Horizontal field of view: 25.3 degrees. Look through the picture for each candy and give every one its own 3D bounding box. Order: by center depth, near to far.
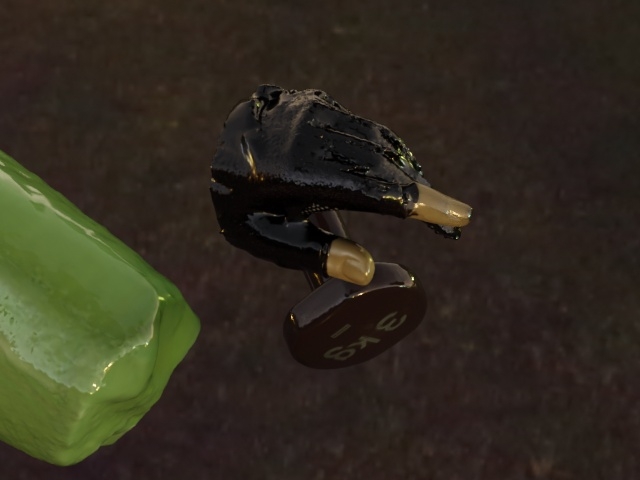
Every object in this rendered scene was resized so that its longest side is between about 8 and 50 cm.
[{"bbox_3d":[-0.228,-0.013,0.833,0.343,0.132,0.142,37,52,5],"label":"candy"}]

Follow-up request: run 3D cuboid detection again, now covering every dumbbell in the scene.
[{"bbox_3d":[0.000,0.000,1.342,0.124,0.140,0.225,25,35,-53],"label":"dumbbell"}]

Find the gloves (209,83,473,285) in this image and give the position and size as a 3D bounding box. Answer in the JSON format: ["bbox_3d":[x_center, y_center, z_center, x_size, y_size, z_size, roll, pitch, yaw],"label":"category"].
[{"bbox_3d":[0.019,-0.043,1.004,0.181,0.106,0.129,5,33,24],"label":"gloves"}]
